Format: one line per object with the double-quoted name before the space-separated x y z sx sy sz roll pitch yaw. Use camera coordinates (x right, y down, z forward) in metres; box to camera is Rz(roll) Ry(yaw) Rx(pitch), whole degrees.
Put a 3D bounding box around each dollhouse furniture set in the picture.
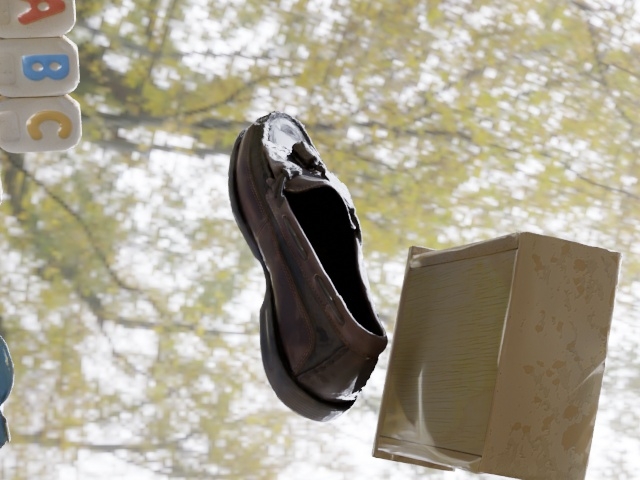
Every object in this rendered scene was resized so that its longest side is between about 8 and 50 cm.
"dollhouse furniture set" 0.269 0.120 1.052 0.256 0.394 0.362 165 -63 -76

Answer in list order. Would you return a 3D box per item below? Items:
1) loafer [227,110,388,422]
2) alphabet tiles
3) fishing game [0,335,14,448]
"loafer" 0.000 0.000 1.146 0.095 0.109 0.302 -46 -141 34
"alphabet tiles" -0.326 -0.126 1.105 0.021 0.278 0.284 -104 -166 -46
"fishing game" -0.299 0.099 0.993 0.189 0.041 0.264 11 -79 13
